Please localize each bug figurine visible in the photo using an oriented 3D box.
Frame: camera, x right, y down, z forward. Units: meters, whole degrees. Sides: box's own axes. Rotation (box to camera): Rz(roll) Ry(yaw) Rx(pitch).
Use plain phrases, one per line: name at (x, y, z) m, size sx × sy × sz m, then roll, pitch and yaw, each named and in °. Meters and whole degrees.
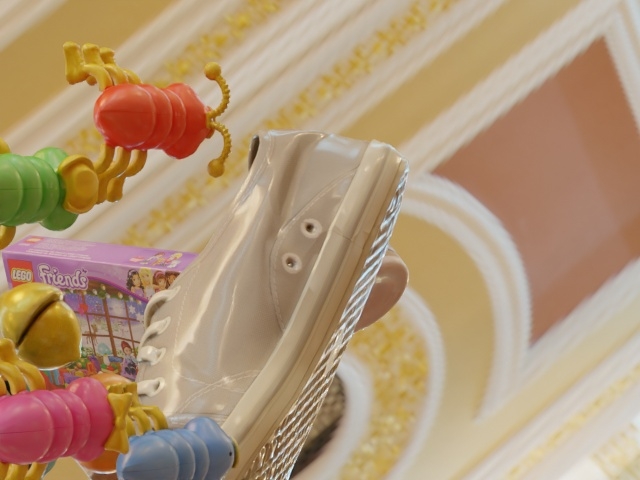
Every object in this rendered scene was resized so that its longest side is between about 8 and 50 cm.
bug figurine at (-0.113, 0.031, 0.849) m, size 0.216 × 0.072 × 0.279 m, roll -8°, pitch -85°, yaw -58°

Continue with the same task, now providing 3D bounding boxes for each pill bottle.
pill bottle at (0.000, 0.000, 1.723) m, size 0.112 × 0.187 × 0.112 m, roll -27°, pitch -32°, yaw -18°

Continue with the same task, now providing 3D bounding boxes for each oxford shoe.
oxford shoe at (-0.069, 0.098, 1.070) m, size 0.169 × 0.130 × 0.449 m, roll 101°, pitch -169°, yaw -56°

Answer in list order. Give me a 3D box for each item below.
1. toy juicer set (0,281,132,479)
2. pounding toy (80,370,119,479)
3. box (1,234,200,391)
toy juicer set at (-0.230, 0.102, 1.061) m, size 0.329 × 0.089 × 0.209 m, roll 38°, pitch -123°, yaw -31°
pounding toy at (-0.161, 0.229, 1.643) m, size 0.206 × 0.181 × 0.094 m, roll 36°, pitch -94°, yaw -28°
box at (-0.223, 0.106, 1.849) m, size 0.057 × 0.293 × 0.201 m, roll -35°, pitch -57°, yaw -51°
